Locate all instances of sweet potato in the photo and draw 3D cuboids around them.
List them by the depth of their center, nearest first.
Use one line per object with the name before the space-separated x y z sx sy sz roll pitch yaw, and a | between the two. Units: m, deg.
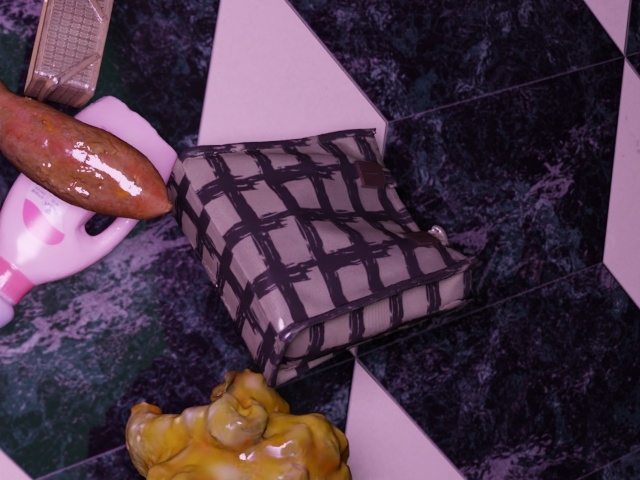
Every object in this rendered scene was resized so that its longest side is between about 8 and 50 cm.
sweet potato | -0.353 -0.133 1.214 0.385 0.109 0.109 33 74 0

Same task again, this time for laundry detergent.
laundry detergent | -0.342 -0.030 1.294 0.159 0.088 0.335 41 74 -11

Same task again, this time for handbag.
handbag | 0.000 0.000 1.340 0.327 0.162 0.325 -16 59 -27

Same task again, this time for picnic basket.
picnic basket | -0.333 -0.262 1.295 0.080 0.115 0.164 13 82 -21

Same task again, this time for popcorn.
popcorn | -0.103 0.346 1.279 0.321 0.290 0.325 28 105 -24
